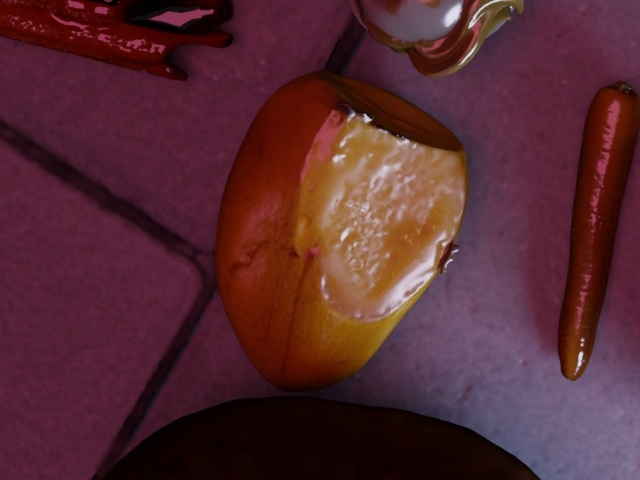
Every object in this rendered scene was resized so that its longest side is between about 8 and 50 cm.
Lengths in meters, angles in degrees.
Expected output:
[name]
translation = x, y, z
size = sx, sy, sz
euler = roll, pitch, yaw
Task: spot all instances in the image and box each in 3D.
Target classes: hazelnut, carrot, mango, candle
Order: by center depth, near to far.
[hazelnut]
translation = 0.002, 0.319, 1.413
size = 0.429, 0.402, 0.402
euler = 20, 103, 5
[carrot]
translation = 0.219, -0.006, 1.460
size = 0.043, 0.043, 0.248
euler = 10, 103, 13
[mango]
translation = 0.000, 0.000, 1.471
size = 0.187, 0.138, 0.257
euler = 27, 109, -10
[candle]
translation = -0.218, -0.194, 1.533
size = 0.301, 0.059, 0.084
euler = 11, 89, 11

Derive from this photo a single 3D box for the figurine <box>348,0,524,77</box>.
[figurine]
translation = 0.061, -0.264, 1.405
size = 0.193, 0.133, 0.274
euler = -31, 93, 20
